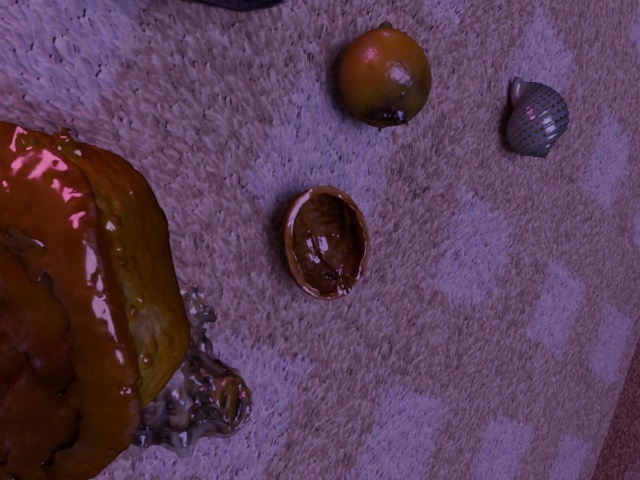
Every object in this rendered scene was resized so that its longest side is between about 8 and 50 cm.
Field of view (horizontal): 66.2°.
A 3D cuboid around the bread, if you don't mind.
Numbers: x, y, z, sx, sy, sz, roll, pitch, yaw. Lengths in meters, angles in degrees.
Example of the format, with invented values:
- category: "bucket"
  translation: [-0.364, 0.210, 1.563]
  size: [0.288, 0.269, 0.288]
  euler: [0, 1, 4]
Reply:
- category: "bread"
  translation: [-0.296, 0.065, 0.519]
  size: [0.204, 0.337, 0.358]
  euler: [-21, 104, -64]

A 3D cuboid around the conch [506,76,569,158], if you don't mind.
- category: "conch"
  translation: [0.535, -0.302, 1.195]
  size: [0.172, 0.131, 0.199]
  euler: [-20, 112, -32]

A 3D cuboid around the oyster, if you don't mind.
- category: "oyster"
  translation: [-0.240, 0.166, 0.714]
  size: [0.238, 0.115, 0.351]
  euler: [-22, 112, -32]

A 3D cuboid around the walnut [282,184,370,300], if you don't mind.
- category: "walnut"
  translation: [-0.001, -0.002, 0.877]
  size: [0.167, 0.087, 0.211]
  euler: [-25, 112, -24]

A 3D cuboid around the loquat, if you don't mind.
- category: "loquat"
  translation: [0.116, -0.295, 0.870]
  size: [0.172, 0.149, 0.204]
  euler: [15, 76, -37]

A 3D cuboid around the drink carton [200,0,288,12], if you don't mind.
- category: "drink carton"
  translation: [-0.150, -0.397, 0.648]
  size: [0.222, 0.102, 0.134]
  euler: [-14, 110, -48]
